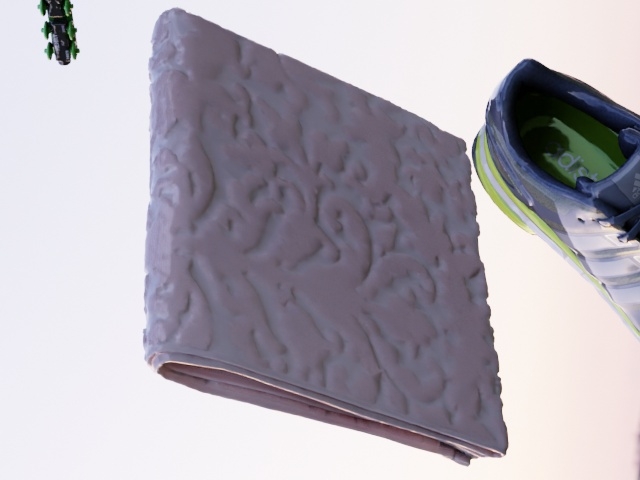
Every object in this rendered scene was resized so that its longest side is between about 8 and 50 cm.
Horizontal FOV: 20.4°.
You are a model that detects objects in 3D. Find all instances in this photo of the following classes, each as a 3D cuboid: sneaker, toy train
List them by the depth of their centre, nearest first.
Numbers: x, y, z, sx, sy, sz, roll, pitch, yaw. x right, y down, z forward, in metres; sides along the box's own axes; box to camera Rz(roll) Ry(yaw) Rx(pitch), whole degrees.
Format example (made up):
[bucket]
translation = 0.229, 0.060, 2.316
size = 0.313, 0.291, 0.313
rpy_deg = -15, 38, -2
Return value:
[toy train]
translation = -0.124, -0.120, 0.833
size = 0.023, 0.017, 0.083
rpy_deg = -89, -2, -49
[sneaker]
translation = 0.206, -0.002, 1.085
size = 0.111, 0.300, 0.121
rpy_deg = -50, -21, -5

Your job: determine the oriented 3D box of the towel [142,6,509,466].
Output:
[towel]
translation = 0.000, 0.000, 1.399
size = 0.053, 0.317, 0.332
rpy_deg = -41, 39, 39
